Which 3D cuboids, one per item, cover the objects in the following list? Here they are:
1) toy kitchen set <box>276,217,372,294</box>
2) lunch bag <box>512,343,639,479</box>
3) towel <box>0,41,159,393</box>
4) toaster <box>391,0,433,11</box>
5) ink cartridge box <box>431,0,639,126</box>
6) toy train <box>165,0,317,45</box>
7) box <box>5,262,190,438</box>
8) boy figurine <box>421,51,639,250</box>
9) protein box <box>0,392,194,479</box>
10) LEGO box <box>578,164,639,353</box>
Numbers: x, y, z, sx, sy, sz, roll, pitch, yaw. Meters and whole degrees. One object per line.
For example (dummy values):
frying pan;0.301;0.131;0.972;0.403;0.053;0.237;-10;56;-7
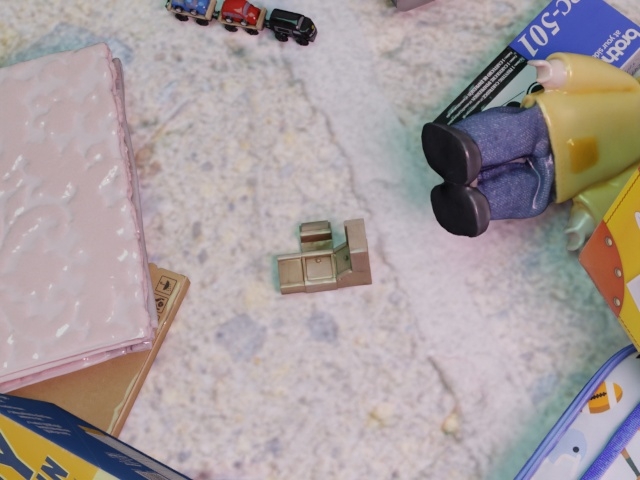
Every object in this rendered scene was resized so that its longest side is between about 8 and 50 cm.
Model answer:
toy kitchen set;0.000;0.000;1.464;0.083;0.075;0.068;-7;64;1
lunch bag;0.251;0.242;1.300;0.243;0.115;0.303;36;75;23
towel;-0.316;-0.006;1.514;0.317;0.053;0.331;-15;61;9
toaster;0.114;-0.319;1.541;0.168;0.185;0.110;-25;67;-11
ink cartridge box;0.202;-0.136;1.508;0.097;0.046;0.207;41;78;21
toy train;-0.080;-0.220;1.595;0.158;0.036;0.027;13;69;15
box;-0.233;0.097;1.490;0.164;0.021;0.201;19;71;17
boy figurine;0.230;-0.080;1.428;0.285;0.092;0.177;-15;108;-22
protein box;-0.208;0.225;1.317;0.201;0.200;0.136;25;88;19
LEGO box;0.493;0.115;1.199;0.373;0.193;0.500;-16;62;-26
